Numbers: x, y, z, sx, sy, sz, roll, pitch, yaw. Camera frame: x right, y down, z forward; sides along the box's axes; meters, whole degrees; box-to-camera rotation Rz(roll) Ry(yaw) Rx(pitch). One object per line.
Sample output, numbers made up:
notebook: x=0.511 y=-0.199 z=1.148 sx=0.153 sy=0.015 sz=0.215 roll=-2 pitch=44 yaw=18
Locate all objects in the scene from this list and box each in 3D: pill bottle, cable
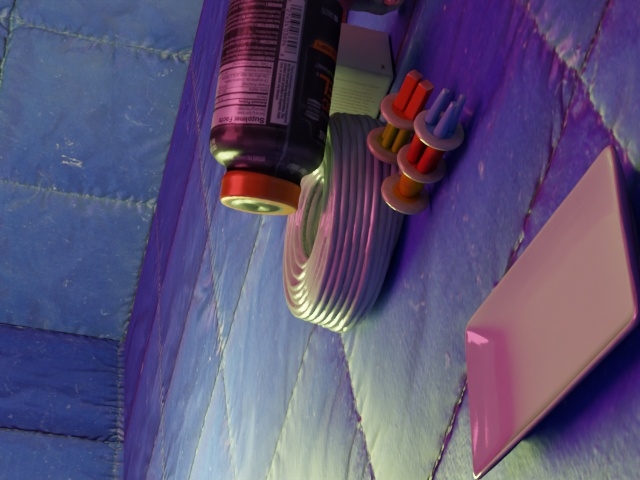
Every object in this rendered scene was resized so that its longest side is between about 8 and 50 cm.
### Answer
pill bottle: x=-0.053 y=-0.154 z=1.429 sx=0.130 sy=0.130 sz=0.246 roll=153 pitch=126 yaw=-73
cable: x=0.022 y=-0.021 z=1.500 sx=0.257 sy=0.089 sz=0.257 roll=-155 pitch=75 yaw=-76

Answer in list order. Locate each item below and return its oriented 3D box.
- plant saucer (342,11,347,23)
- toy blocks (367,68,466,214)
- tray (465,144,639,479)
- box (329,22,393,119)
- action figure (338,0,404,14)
plant saucer: x=-0.032 y=-0.213 z=1.951 sx=0.259 sy=0.047 sz=0.258 roll=-179 pitch=98 yaw=-76
toy blocks: x=0.101 y=-0.119 z=1.297 sx=0.148 sy=0.054 sz=0.123 roll=115 pitch=150 yaw=-47
tray: x=0.173 y=0.064 z=0.954 sx=0.270 sy=0.030 sz=0.145 roll=119 pitch=156 yaw=-53
box: x=0.003 y=-0.181 z=1.607 sx=0.091 sy=0.130 sz=0.170 roll=-93 pitch=19 yaw=-45
action figure: x=0.000 y=-0.405 z=1.487 sx=0.370 sy=0.275 sz=0.248 roll=-98 pitch=24 yaw=-59
